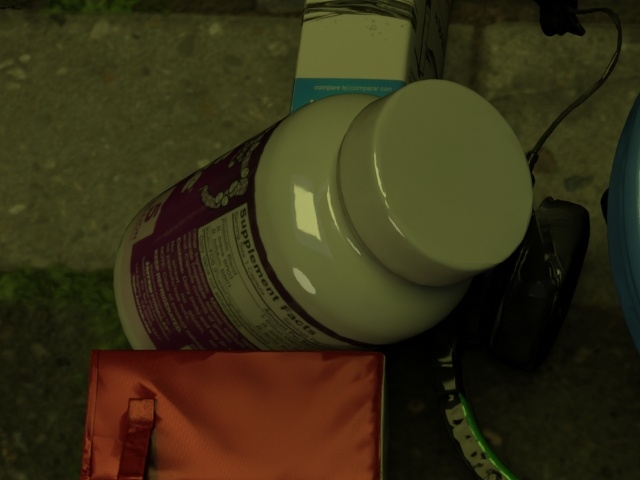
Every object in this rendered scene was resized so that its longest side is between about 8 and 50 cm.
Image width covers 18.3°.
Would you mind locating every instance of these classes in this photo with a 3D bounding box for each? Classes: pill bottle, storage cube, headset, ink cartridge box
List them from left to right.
[{"bbox_3d":[-0.051,0.186,1.317,0.193,0.215,0.183,0,65,4],"label":"storage cube"},{"bbox_3d":[0.000,0.000,1.325,0.169,0.301,0.169,13,66,-32],"label":"pill bottle"},{"bbox_3d":[0.040,-0.135,1.473,0.086,0.148,0.203,2,67,13],"label":"ink cartridge box"},{"bbox_3d":[0.189,0.007,1.359,0.243,0.185,0.394,-8,76,8],"label":"headset"}]

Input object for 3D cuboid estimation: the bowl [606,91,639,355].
[{"bbox_3d":[0.368,-0.001,1.297,0.391,0.077,0.391,4,76,-17],"label":"bowl"}]
